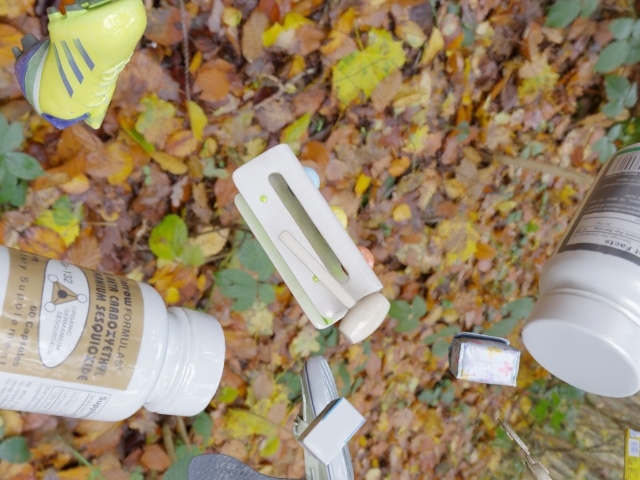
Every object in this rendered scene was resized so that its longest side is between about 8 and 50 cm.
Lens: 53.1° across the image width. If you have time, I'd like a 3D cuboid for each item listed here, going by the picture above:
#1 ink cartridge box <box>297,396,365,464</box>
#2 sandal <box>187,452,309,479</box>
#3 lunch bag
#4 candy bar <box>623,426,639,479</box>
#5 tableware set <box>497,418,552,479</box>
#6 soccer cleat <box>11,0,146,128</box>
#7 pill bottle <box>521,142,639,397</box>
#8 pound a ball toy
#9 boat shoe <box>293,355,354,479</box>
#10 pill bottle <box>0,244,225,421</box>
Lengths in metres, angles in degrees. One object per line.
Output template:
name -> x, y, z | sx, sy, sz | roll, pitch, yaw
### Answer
ink cartridge box -> 0.014, 0.293, 0.989 | 0.088, 0.052, 0.122 | -45, 175, -16
sandal -> -0.127, 0.463, 1.180 | 0.054, 0.254, 0.097 | 129, -21, -65
lunch bag -> 0.191, 0.139, 0.761 | 0.083, 0.071, 0.053 | 34, 63, -85
candy bar -> 0.627, 0.453, 1.287 | 0.018, 0.040, 0.162 | 72, 31, -51
tableware set -> 0.337, 0.356, 0.988 | 0.020, 0.141, 0.169 | -40, 113, 4
soccer cleat -> -0.246, -0.184, 0.683 | 0.093, 0.289, 0.121 | -33, 109, -33
pill bottle -> 0.460, 0.039, 0.968 | 0.361, 0.204, 0.204 | -51, 155, -24
pound a ball toy -> 0.000, 0.000, 0.976 | 0.135, 0.319, 0.208 | -32, 170, -13
boat shoe -> -0.006, 0.365, 1.224 | 0.109, 0.094, 0.303 | -71, 151, -73
pill bottle -> -0.209, 0.092, 0.576 | 0.229, 0.131, 0.131 | 20, 100, -35
